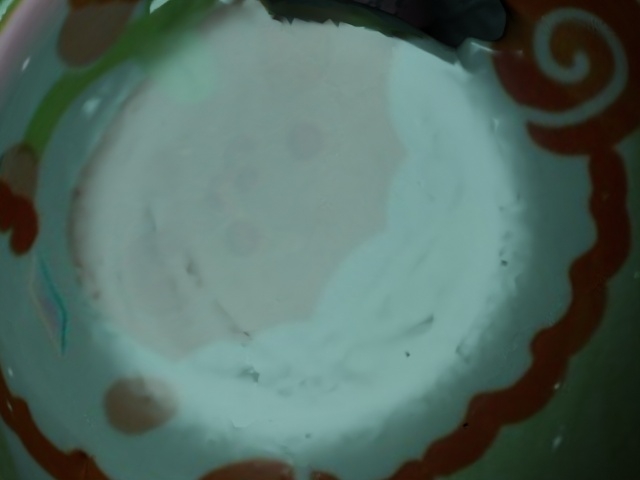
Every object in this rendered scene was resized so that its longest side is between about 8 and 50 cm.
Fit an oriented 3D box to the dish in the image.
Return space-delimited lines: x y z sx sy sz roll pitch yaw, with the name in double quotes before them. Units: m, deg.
"dish" 0.000 0.000 0.638 0.324 0.124 0.324 -3 100 -16
